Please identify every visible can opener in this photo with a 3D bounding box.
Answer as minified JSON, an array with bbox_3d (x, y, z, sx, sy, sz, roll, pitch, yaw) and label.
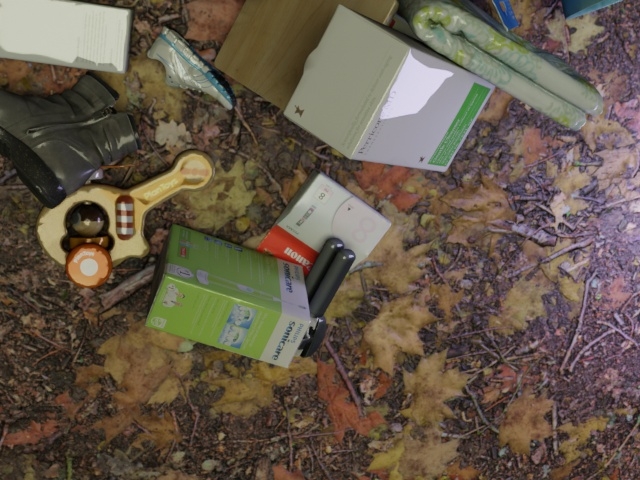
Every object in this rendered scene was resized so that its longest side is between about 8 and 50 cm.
[{"bbox_3d":[-0.007,0.120,1.652,0.093,0.074,0.280,-8,131,-48],"label":"can opener"}]

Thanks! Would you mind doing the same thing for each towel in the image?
[{"bbox_3d":[0.300,-0.350,1.433,0.374,0.320,0.090,26,112,-17],"label":"towel"}]

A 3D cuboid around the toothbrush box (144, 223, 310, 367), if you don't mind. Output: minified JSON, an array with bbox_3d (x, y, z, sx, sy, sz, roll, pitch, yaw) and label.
[{"bbox_3d":[-0.175,0.103,1.548,0.283,0.206,0.122,18,115,-16],"label":"toothbrush box"}]

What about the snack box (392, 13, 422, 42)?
[{"bbox_3d":[0.156,-0.312,1.555,0.322,0.060,0.187,29,102,-18],"label":"snack box"}]

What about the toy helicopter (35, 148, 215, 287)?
[{"bbox_3d":[-0.368,-0.083,1.523,0.355,0.140,0.235,-30,102,-11],"label":"toy helicopter"}]

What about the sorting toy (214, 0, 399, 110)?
[{"bbox_3d":[-0.019,-0.359,1.442,0.255,0.089,0.257,35,103,19],"label":"sorting toy"}]

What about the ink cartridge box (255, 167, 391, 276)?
[{"bbox_3d":[0.000,0.000,1.636,0.189,0.066,0.232,34,95,-19],"label":"ink cartridge box"}]

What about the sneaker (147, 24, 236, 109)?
[{"bbox_3d":[-0.239,-0.302,1.492,0.191,0.071,0.083,44,102,-11],"label":"sneaker"}]

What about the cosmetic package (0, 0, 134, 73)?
[{"bbox_3d":[-0.451,-0.367,1.418,0.231,0.085,0.117,7,106,-11],"label":"cosmetic package"}]

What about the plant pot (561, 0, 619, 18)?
[{"bbox_3d":[0.541,-0.561,1.437,0.293,0.293,0.235,-22,95,-3],"label":"plant pot"}]

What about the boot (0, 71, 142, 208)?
[{"bbox_3d":[-0.494,-0.237,1.441,0.223,0.118,0.338,-42,91,-19],"label":"boot"}]

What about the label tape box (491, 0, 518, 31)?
[{"bbox_3d":[0.313,-0.536,1.343,0.115,0.249,0.347,-16,100,23],"label":"label tape box"}]

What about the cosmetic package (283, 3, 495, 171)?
[{"bbox_3d":[0.127,-0.239,1.350,0.155,0.365,0.197,37,111,24],"label":"cosmetic package"}]
